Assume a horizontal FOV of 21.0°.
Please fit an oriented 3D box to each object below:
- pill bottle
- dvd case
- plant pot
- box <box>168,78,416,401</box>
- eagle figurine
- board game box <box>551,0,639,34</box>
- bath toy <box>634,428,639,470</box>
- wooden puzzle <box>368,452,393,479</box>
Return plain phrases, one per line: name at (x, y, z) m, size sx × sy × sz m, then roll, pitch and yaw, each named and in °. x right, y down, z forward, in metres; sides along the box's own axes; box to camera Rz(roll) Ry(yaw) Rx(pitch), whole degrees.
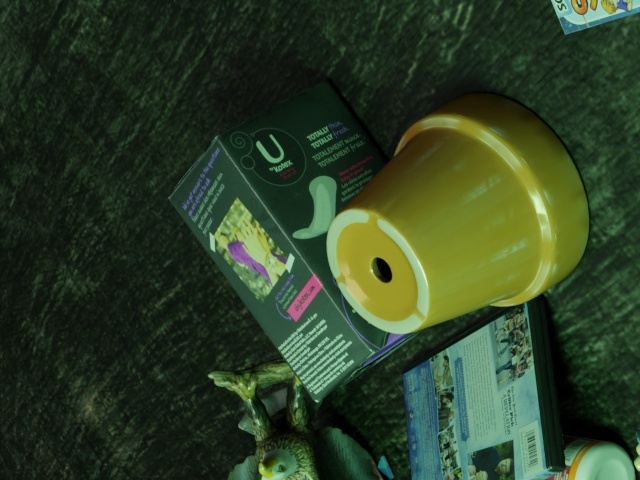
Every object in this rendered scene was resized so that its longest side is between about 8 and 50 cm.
pill bottle at (0.234, 0.237, 1.738) m, size 0.152 × 0.086 × 0.086 m, roll 3°, pitch 117°, yaw 50°
dvd case at (0.161, 0.179, 1.760) m, size 0.253 × 0.022 × 0.180 m, roll -38°, pitch 50°, yaw 54°
plant pot at (0.114, -0.010, 1.617) m, size 0.205 × 0.188 × 0.205 m, roll 29°, pitch 134°, yaw 35°
box at (0.000, 0.000, 1.779) m, size 0.270 × 0.165 × 0.143 m, roll 55°, pitch 144°, yaw 7°
eagle figurine at (-0.026, 0.275, 1.928) m, size 0.226 × 0.225 × 0.298 m, roll -21°, pitch 82°, yaw 46°
board game box at (0.222, -0.282, 1.427) m, size 0.136 × 0.035 × 0.201 m, roll -13°, pitch 105°, yaw 53°
bath toy at (0.405, 0.314, 1.567) m, size 0.129 × 0.151 × 0.348 m, roll -23°, pitch 98°, yaw 13°
wooden puzzle at (0.055, 0.284, 2.046) m, size 0.116 × 0.014 × 0.078 m, roll -14°, pitch 108°, yaw 53°
